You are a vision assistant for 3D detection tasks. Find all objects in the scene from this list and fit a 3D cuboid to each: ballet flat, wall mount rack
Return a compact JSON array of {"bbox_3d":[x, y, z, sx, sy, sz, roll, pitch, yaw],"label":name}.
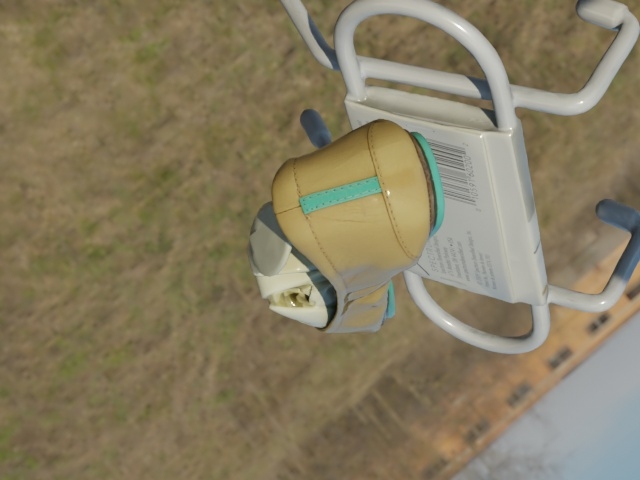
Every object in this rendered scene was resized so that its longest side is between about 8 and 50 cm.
[{"bbox_3d":[0.000,0.000,0.647,0.073,0.080,0.232,-16,166,-9],"label":"ballet flat"},{"bbox_3d":[0.067,-0.080,0.966,0.130,0.304,0.350,-58,149,-28],"label":"wall mount rack"}]
